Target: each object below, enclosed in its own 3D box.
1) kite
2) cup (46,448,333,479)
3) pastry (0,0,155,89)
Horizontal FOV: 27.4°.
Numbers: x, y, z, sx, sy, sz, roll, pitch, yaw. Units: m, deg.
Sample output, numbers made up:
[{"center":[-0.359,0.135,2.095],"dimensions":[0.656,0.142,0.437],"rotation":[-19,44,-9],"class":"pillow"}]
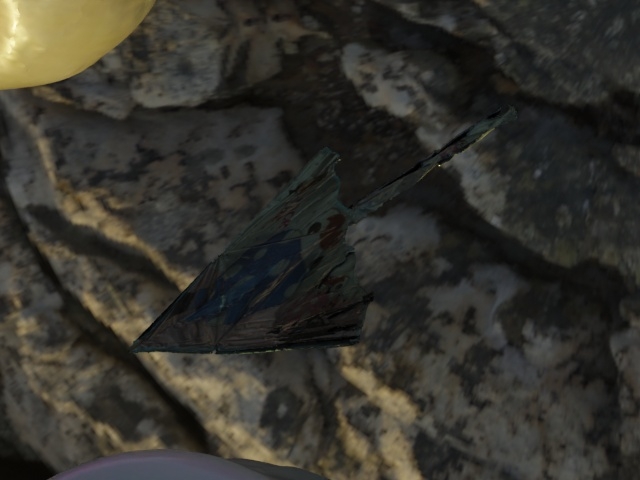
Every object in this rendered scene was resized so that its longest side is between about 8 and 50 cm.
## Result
[{"center":[0.000,0.000,0.886],"dimensions":[0.314,0.335,0.011],"rotation":[-32,112,8],"class":"kite"},{"center":[-0.021,0.245,0.643],"dimensions":[0.253,0.371,0.253],"rotation":[-7,67,16],"class":"cup"},{"center":[-0.118,-0.119,0.409],"dimensions":[0.156,0.092,0.156],"rotation":[11,144,8],"class":"pastry"}]
